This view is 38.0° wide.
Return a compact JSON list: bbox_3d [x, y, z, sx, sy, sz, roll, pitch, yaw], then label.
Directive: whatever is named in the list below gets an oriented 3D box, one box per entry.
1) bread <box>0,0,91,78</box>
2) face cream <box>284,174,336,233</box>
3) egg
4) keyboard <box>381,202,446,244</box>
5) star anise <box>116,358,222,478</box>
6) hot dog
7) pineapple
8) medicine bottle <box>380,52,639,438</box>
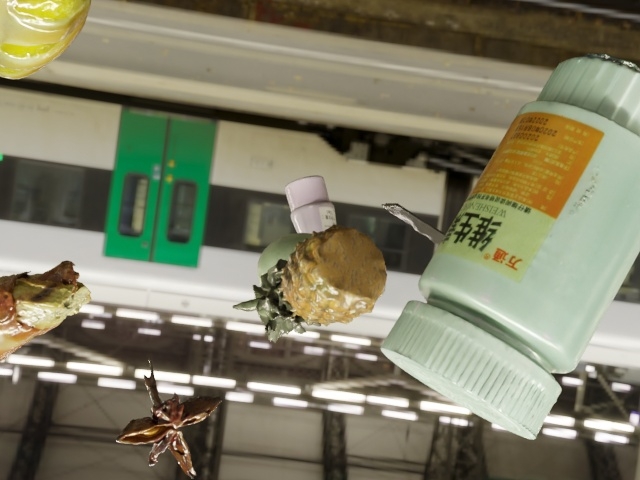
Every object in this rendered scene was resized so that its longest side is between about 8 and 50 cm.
[{"bbox_3d":[-0.401,-0.368,1.247,0.160,0.332,0.333,-7,-171,-32],"label":"bread"},{"bbox_3d":[0.000,0.000,2.012,0.096,0.273,0.154,-17,170,9],"label":"face cream"},{"bbox_3d":[-0.019,0.062,1.678,0.192,0.149,0.149,8,-179,-6],"label":"egg"},{"bbox_3d":[0.210,-0.023,1.801,0.197,0.015,0.074,30,167,-20],"label":"keyboard"},{"bbox_3d":[-0.257,0.283,1.501,0.158,0.140,0.144,26,177,-33],"label":"star anise"},{"bbox_3d":[-0.412,0.092,1.226,0.213,0.103,0.146,-31,176,-2],"label":"hot dog"},{"bbox_3d":[-0.020,0.069,1.234,0.128,0.128,0.248,7,157,-31],"label":"pineapple"},{"bbox_3d":[0.199,0.002,0.836,0.158,0.318,0.158,32,172,5],"label":"medicine bottle"}]
